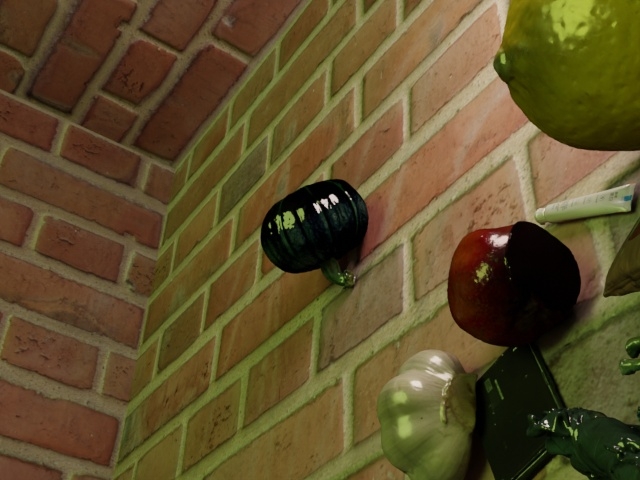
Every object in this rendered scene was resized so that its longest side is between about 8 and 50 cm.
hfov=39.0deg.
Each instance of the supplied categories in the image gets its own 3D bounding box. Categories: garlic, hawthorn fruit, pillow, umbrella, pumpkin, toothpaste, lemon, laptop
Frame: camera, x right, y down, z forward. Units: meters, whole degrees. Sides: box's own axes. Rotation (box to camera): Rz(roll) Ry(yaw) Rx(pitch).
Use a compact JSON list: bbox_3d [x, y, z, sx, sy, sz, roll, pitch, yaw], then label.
[{"bbox_3d":[0.154,0.285,1.430,0.178,0.142,0.229,126,145,-45],"label":"garlic"},{"bbox_3d":[0.274,0.062,1.382,0.190,0.189,0.251,-67,17,-4],"label":"hawthorn fruit"},{"bbox_3d":[0.458,-0.031,1.116,0.236,0.084,0.223,-46,-1,-10],"label":"pillow"},{"bbox_3d":[0.355,0.260,1.003,0.349,0.143,0.094,-166,91,-76],"label":"umbrella"},{"bbox_3d":[0.000,0.000,1.982,0.248,0.248,0.248,-46,31,37],"label":"pumpkin"},{"bbox_3d":[0.406,-0.051,1.395,0.190,0.031,0.048,-14,52,57],"label":"toothpaste"},{"bbox_3d":[0.413,-0.266,1.207,0.336,0.336,0.336,-46,31,37],"label":"lemon"},{"bbox_3d":[0.290,0.254,1.347,0.154,0.026,0.207,-54,26,26],"label":"laptop"}]

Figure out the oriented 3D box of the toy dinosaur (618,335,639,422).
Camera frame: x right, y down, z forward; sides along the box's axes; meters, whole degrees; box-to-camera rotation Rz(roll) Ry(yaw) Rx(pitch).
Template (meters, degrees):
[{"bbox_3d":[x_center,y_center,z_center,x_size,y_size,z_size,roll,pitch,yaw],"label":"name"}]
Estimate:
[{"bbox_3d":[0.444,0.132,1.085,0.147,0.076,0.363,-21,41,46],"label":"toy dinosaur"}]
